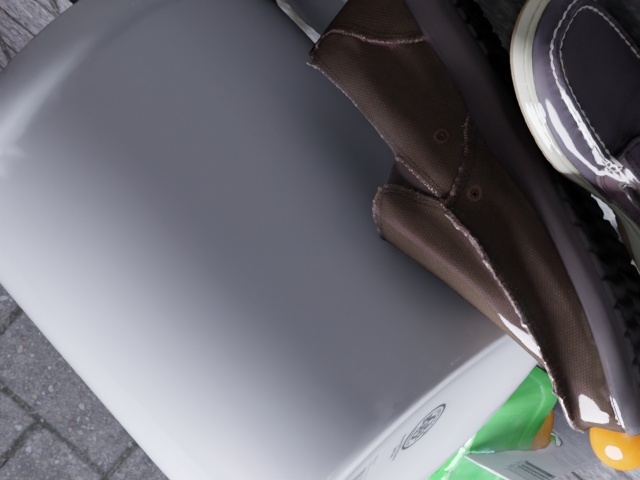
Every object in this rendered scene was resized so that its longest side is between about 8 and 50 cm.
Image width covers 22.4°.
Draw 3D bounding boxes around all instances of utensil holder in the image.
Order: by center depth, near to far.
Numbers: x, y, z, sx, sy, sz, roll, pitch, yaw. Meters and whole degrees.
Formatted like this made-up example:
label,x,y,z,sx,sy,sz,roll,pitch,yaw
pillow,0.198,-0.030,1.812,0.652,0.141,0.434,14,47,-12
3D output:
label,x,y,z,sx,sy,sz,roll,pitch,yaw
utensil holder,-0.049,0.021,1.257,0.385,0.327,0.327,46,170,16

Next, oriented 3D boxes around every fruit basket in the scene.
label,x,y,z,sx,sy,sz,roll,pitch,yaw
fruit basket,0.151,0.158,1.731,0.327,0.165,0.353,35,-168,23

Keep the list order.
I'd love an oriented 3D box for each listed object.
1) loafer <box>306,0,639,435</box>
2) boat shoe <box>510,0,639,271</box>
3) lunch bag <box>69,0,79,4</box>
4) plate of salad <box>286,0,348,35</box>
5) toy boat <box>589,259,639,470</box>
label,x,y,z,sx,sy,sz,roll,pitch,yaw
loafer,0.108,-0.022,1.092,0.366,0.130,0.134,63,-162,16
boat shoe,0.220,-0.052,1.023,0.092,0.103,0.285,8,144,48
lunch bag,-0.206,-0.301,1.256,0.235,0.169,0.287,38,164,12
plate of salad,0.030,-0.180,1.245,0.200,0.048,0.200,40,172,7
toy boat,0.282,0.127,1.330,0.231,0.151,0.151,39,169,7
